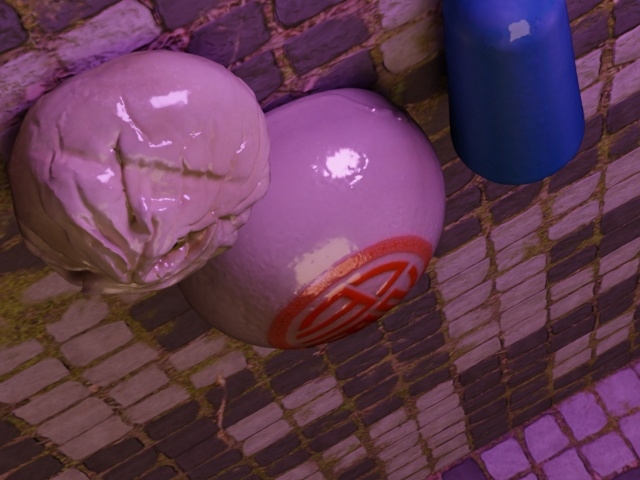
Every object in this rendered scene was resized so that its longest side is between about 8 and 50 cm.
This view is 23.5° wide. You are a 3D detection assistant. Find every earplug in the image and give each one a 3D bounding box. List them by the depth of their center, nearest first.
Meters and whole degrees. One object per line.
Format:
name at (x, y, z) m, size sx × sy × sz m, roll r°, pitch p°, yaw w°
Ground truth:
earplug at (0.171, -0.169, 1.390) m, size 0.132 × 0.132 × 0.273 m, roll -29°, pitch 154°, yaw -3°

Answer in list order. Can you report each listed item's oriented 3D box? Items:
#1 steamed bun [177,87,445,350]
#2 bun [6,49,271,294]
steamed bun at (0.000, 0.000, 1.453) m, size 0.283 × 0.177 × 0.283 m, roll -26°, pitch 157°, yaw -12°
bun at (-0.141, -0.043, 1.245) m, size 0.229 × 0.145 × 0.229 m, roll -22°, pitch 156°, yaw -10°
